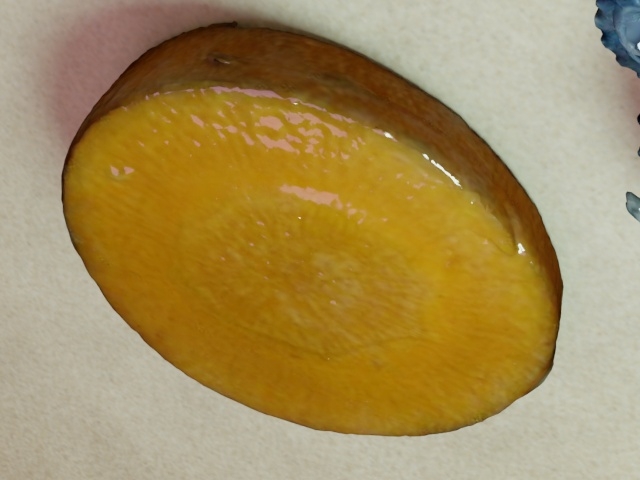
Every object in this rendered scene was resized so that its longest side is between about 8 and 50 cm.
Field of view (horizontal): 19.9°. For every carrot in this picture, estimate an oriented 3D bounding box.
[{"bbox_3d":[0.000,0.000,1.075,0.307,0.100,0.258,26,136,-3],"label":"carrot"}]

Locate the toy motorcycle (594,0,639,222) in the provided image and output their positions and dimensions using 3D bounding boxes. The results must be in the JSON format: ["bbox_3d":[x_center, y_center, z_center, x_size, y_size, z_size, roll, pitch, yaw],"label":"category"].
[{"bbox_3d":[0.248,-0.040,0.865,0.204,0.108,0.239,5,153,35],"label":"toy motorcycle"}]
